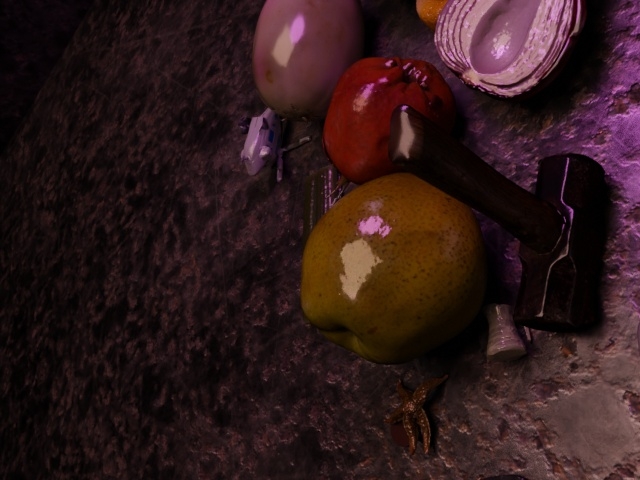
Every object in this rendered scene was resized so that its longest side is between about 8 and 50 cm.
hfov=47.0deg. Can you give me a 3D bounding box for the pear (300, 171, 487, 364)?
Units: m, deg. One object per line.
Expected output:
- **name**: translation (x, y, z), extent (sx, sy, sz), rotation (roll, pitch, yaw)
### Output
- **pear**: translation (0.112, 0.038, 1.105), extent (0.294, 0.294, 0.294), rotation (-21, 60, 41)

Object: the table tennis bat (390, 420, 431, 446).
- **table tennis bat**: translation (0.141, 0.303, 1.156), extent (0.083, 0.007, 0.050), rotation (17, 86, 51)

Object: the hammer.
- **hammer**: translation (0.227, -0.047, 0.911), extent (0.095, 0.409, 0.242), rotation (-2, 69, 46)

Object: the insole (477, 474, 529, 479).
- **insole**: translation (0.191, 0.437, 1.044), extent (0.309, 0.012, 0.110), rotation (-52, 45, 19)

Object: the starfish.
- **starfish**: translation (0.147, 0.250, 1.140), extent (0.130, 0.041, 0.133), rotation (-55, 39, 8)

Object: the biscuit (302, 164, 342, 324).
- **biscuit**: translation (0.000, 0.000, 1.413), extent (0.099, 0.038, 0.322), rotation (-22, 59, 44)

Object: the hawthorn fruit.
- **hawthorn fruit**: translation (0.095, -0.177, 1.267), extent (0.299, 0.211, 0.211), rotation (-59, 41, 26)

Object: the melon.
- **melon**: translation (-0.024, -0.384, 1.455), extent (0.223, 0.223, 0.317), rotation (-3, 75, 47)

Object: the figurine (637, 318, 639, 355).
- **figurine**: translation (0.482, 0.199, 0.726), extent (0.394, 0.226, 0.274), rotation (55, 149, 37)

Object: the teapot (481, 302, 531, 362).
- **teapot**: translation (0.267, 0.130, 1.062), extent (0.067, 0.057, 0.083), rotation (-8, 58, 5)

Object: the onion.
- **onion**: translation (0.321, -0.352, 1.134), extent (0.227, 0.120, 0.283), rotation (47, 117, 28)

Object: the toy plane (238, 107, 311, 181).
- **toy plane**: translation (-0.099, -0.265, 1.580), extent (0.182, 0.107, 0.273), rotation (26, 89, 44)

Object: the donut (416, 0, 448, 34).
- **donut**: translation (0.248, -0.447, 1.298), extent (0.190, 0.074, 0.174), rotation (14, 85, 50)
